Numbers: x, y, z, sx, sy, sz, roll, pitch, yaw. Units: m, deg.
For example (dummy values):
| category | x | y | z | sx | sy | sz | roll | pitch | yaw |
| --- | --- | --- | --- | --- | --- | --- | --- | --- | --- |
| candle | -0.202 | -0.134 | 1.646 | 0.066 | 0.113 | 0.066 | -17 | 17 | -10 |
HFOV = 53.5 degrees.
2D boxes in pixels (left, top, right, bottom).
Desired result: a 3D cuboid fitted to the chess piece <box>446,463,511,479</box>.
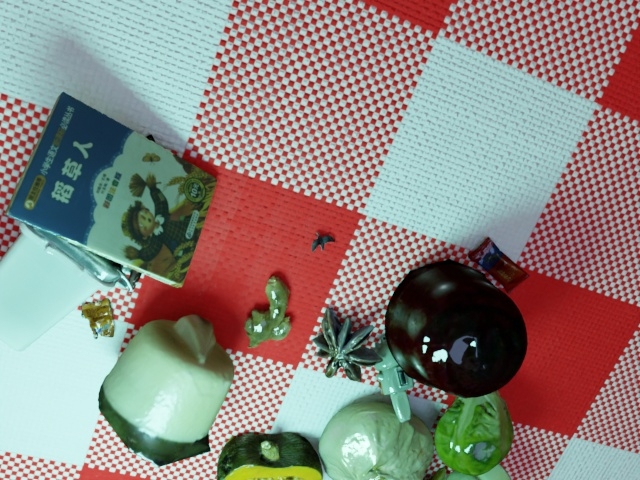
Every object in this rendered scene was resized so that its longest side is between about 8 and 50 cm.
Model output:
| category | x | y | z | sx | sy | sz | roll | pitch | yaw |
| --- | --- | --- | --- | --- | --- | --- | --- | --- | --- |
| chess piece | 0.387 | 0.844 | 1.950 | 0.441 | 0.234 | 0.234 | -30 | 115 | -24 |

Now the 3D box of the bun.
| category | x | y | z | sx | sy | sz | roll | pitch | yaw |
| --- | --- | --- | --- | --- | --- | --- | --- | --- | --- |
| bun | 0.177 | 0.655 | 1.914 | 0.360 | 0.213 | 0.362 | -3 | 114 | -8 |

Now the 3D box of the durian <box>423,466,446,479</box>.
| category | x | y | z | sx | sy | sz | roll | pitch | yaw |
| --- | --- | --- | --- | --- | --- | --- | --- | --- | --- |
| durian | 0.334 | 0.830 | 2.090 | 0.140 | 0.078 | 0.224 | 45 | 76 | -12 |

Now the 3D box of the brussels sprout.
| category | x | y | z | sx | sy | sz | roll | pitch | yaw |
| --- | --- | --- | --- | --- | --- | --- | --- | --- | --- |
| brussels sprout | 0.474 | 0.572 | 1.934 | 0.210 | 0.219 | 0.272 | 15 | 87 | -58 |

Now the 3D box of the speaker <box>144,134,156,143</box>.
| category | x | y | z | sx | sy | sz | roll | pitch | yaw |
| --- | --- | --- | --- | --- | --- | --- | --- | --- | --- |
| speaker | -0.402 | -0.167 | 1.589 | 0.046 | 0.040 | 0.191 | -21 | 113 | 2 |

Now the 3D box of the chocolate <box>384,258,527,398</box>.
| category | x | y | z | sx | sy | sz | roll | pitch | yaw |
| --- | --- | --- | --- | --- | --- | --- | --- | --- | --- |
| chocolate | 0.384 | 0.243 | 1.685 | 0.383 | 0.331 | 0.384 | -1 | 94 | -17 |

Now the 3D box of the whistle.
| category | x | y | z | sx | sy | sz | roll | pitch | yaw |
| --- | --- | --- | --- | --- | --- | --- | --- | --- | --- |
| whistle | 0.216 | 0.399 | 1.855 | 0.101 | 0.106 | 0.254 | -17 | 78 | 2 |

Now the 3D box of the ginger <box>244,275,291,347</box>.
| category | x | y | z | sx | sy | sz | roll | pitch | yaw |
| --- | --- | --- | --- | --- | --- | --- | --- | --- | --- |
| ginger | -0.148 | 0.204 | 1.766 | 0.132 | 0.059 | 0.214 | -5 | 114 | -12 |

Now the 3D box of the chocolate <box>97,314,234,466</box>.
| category | x | y | z | sx | sy | sz | roll | pitch | yaw |
| --- | --- | --- | --- | --- | --- | --- | --- | --- | --- |
| chocolate | -0.371 | 0.362 | 1.649 | 0.297 | 0.326 | 0.314 | -50 | 154 | 13 |

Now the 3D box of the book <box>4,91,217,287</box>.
| category | x | y | z | sx | sy | sz | roll | pitch | yaw |
| --- | --- | --- | --- | --- | --- | --- | --- | --- | --- |
| book | -0.455 | -0.104 | 1.461 | 0.427 | 0.039 | 0.300 | 29 | 68 | -36 |

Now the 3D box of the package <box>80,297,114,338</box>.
| category | x | y | z | sx | sy | sz | roll | pitch | yaw |
| --- | --- | --- | --- | --- | --- | --- | --- | --- | --- |
| package | -0.596 | 0.215 | 1.710 | 0.077 | 0.033 | 0.111 | -6 | 108 | 3 |

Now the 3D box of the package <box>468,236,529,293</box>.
| category | x | y | z | sx | sy | sz | roll | pitch | yaw |
| --- | --- | --- | --- | --- | --- | --- | --- | --- | --- |
| package | 0.519 | 0.075 | 1.848 | 0.200 | 0.022 | 0.083 | 39 | 101 | -22 |

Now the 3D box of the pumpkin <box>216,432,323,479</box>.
| category | x | y | z | sx | sy | sz | roll | pitch | yaw |
| --- | --- | --- | --- | --- | --- | --- | --- | --- | --- |
| pumpkin | -0.151 | 0.675 | 1.908 | 0.316 | 0.139 | 0.222 | 3 | 113 | -9 |

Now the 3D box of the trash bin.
| category | x | y | z | sx | sy | sz | roll | pitch | yaw |
| --- | --- | --- | --- | --- | --- | --- | --- | --- | --- |
| trash bin | -0.647 | 0.086 | 1.547 | 0.367 | 0.256 | 0.296 | -42 | 114 | 14 |

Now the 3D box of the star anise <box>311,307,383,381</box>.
| category | x | y | z | sx | sy | sz | roll | pitch | yaw |
| --- | --- | --- | --- | --- | --- | --- | --- | --- | --- |
| star anise | 0.069 | 0.303 | 1.812 | 0.229 | 0.093 | 0.236 | -33 | 95 | 26 |

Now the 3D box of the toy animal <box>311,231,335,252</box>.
| category | x | y | z | sx | sy | sz | roll | pitch | yaw |
| --- | --- | --- | --- | --- | --- | --- | --- | --- | --- |
| toy animal | -0.001 | 0.001 | 1.727 | 0.084 | 0.050 | 0.028 | -25 | 155 | -38 |
